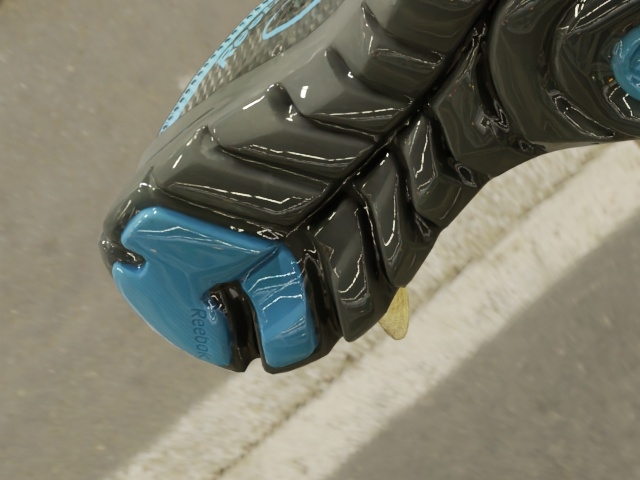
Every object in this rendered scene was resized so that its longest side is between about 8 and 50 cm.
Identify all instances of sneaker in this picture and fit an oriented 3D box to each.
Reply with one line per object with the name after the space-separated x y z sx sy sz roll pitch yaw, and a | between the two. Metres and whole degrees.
0.061 -0.086 0.615 0.341 0.125 0.139 -28 30 33 | sneaker

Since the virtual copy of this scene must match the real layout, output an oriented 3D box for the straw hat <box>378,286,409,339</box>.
0.000 0.000 1.143 0.061 0.144 0.144 -18 77 14 | straw hat
